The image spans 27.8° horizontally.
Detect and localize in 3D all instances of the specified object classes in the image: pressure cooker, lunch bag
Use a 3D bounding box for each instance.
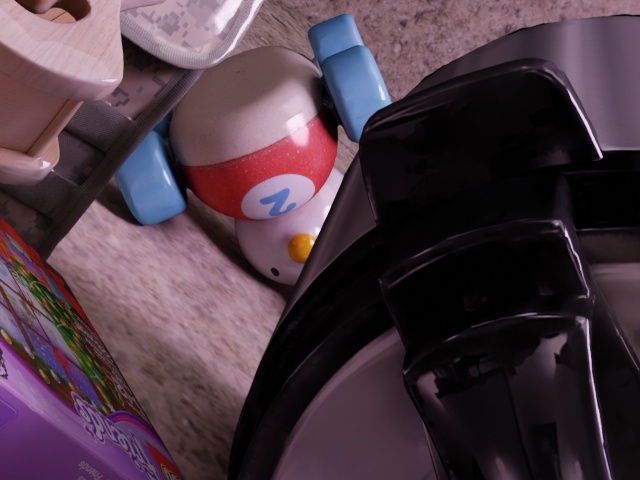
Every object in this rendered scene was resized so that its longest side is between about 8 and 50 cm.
[{"bbox_3d":[0.148,0.107,0.646,0.370,0.375,0.420,26,25,0],"label":"pressure cooker"},{"bbox_3d":[-0.180,-0.163,0.782,0.235,0.287,0.169,36,14,-23],"label":"lunch bag"}]

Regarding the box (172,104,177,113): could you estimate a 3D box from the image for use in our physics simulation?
[{"bbox_3d":[-0.116,-0.120,1.332,0.233,0.044,0.159,33,16,-31],"label":"box"}]

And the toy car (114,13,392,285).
[{"bbox_3d":[-0.027,-0.033,1.095,0.210,0.219,0.238,-104,172,-67],"label":"toy car"}]

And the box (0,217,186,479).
[{"bbox_3d":[-0.161,0.026,0.537,0.201,0.057,0.293,52,-2,36],"label":"box"}]

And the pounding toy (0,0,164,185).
[{"bbox_3d":[-0.120,-0.135,0.566,0.154,0.155,0.269,48,38,2],"label":"pounding toy"}]
